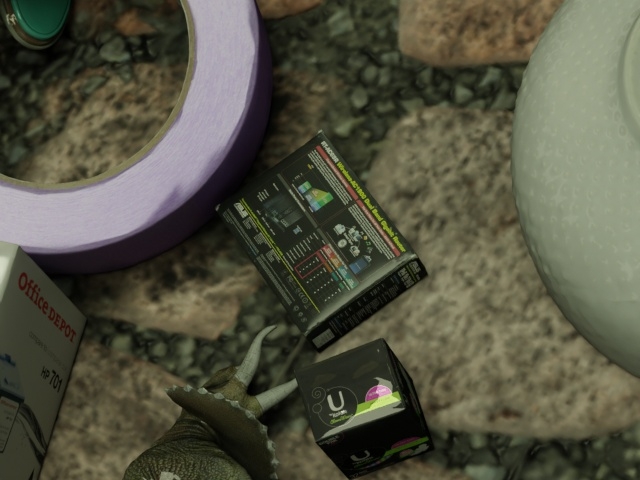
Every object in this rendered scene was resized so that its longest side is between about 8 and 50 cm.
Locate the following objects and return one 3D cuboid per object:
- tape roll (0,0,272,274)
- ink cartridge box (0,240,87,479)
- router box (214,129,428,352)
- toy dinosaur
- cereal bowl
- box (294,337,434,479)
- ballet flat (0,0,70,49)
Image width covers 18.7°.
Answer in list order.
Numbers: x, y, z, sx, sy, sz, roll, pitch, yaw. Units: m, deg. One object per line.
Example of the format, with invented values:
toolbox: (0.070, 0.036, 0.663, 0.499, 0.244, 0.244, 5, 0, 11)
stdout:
tape roll: (-0.173, -0.118, 1.332, 0.275, 0.090, 0.274, -1, 80, 4)
ink cartridge box: (-0.234, 0.106, 1.263, 0.082, 0.139, 0.190, 10, 70, 18)
router box: (0.000, 0.000, 1.297, 0.092, 0.038, 0.122, -36, 62, 0)
toy dinosaur: (-0.075, 0.205, 1.183, 0.160, 0.121, 0.313, -27, 56, 19)
cereal bowl: (0.275, -0.075, 1.190, 0.339, 0.141, 0.339, -6, 66, 14)
box: (0.028, 0.106, 1.214, 0.062, 0.083, 0.052, -21, 62, 7)
ballet flat: (-0.229, -0.226, 1.464, 0.068, 0.072, 0.213, -25, 57, 37)
